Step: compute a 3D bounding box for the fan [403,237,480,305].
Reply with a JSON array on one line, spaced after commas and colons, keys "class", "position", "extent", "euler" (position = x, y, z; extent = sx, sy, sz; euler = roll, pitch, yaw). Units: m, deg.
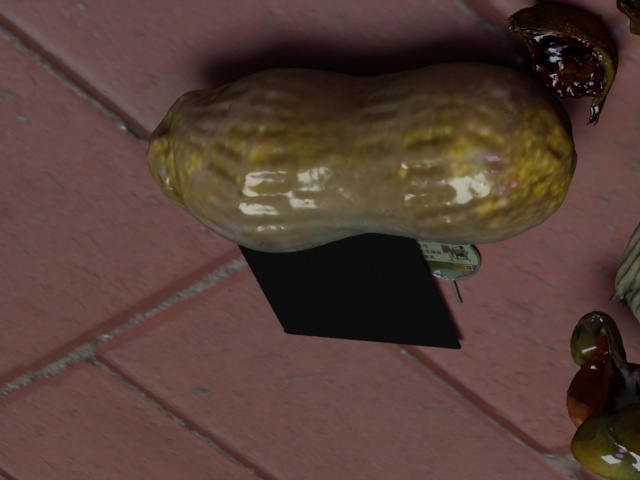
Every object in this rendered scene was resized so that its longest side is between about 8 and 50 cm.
[{"class": "fan", "position": [0.102, 0.019, 1.340], "extent": [0.080, 0.003, 0.060], "euler": [43, 142, -23]}]

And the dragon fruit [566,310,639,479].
[{"class": "dragon fruit", "position": [0.324, 0.158, 1.199], "extent": [0.307, 0.227, 0.243], "euler": [-4, 135, 43]}]

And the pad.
[{"class": "pad", "position": [0.000, 0.000, 1.372], "extent": [0.170, 0.006, 0.245], "euler": [2, 139, 29]}]

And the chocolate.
[{"class": "chocolate", "position": [0.026, -0.054, 1.185], "extent": [0.309, 0.134, 0.134], "euler": [1, 138, 27]}]

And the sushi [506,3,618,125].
[{"class": "sushi", "position": [0.156, -0.115, 1.100], "extent": [0.099, 0.047, 0.050], "euler": [38, 140, -23]}]

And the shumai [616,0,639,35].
[{"class": "shumai", "position": [0.197, -0.191, 0.918], "extent": [0.201, 0.120, 0.201], "euler": [18, 147, 12]}]

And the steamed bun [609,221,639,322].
[{"class": "steamed bun", "position": [0.315, -0.007, 0.981], "extent": [0.206, 0.275, 0.320], "euler": [18, -177, -11]}]
